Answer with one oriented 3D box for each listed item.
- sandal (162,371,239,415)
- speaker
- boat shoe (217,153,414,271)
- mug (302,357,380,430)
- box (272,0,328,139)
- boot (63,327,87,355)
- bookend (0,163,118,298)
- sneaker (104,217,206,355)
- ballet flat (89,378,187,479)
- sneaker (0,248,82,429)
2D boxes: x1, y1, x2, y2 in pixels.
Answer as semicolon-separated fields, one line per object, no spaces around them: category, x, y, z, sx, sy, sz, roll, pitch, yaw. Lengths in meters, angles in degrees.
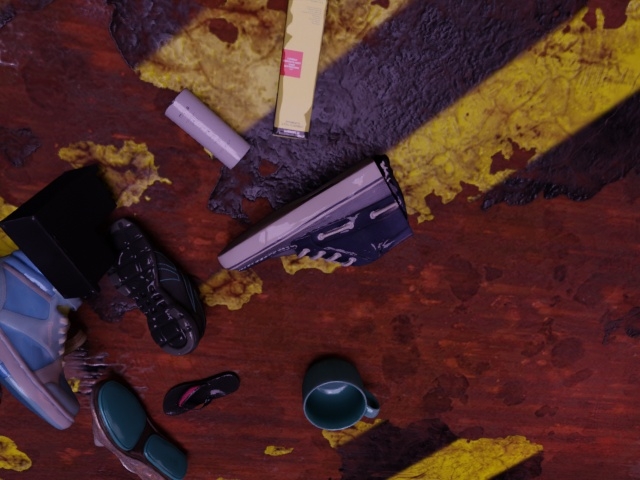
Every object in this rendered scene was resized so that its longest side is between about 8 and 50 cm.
sandal;-0.260;0.332;0.916;0.179;0.040;0.067;-22;113;5
speaker;-0.181;-0.179;0.699;0.136;0.055;0.055;40;104;-18
boat shoe;0.000;0.000;0.748;0.341;0.127;0.158;-29;104;7
mug;0.033;0.324;0.906;0.130;0.097;0.157;-32;112;8
box;-0.032;-0.278;0.653;0.058;0.087;0.232;8;113;-8
boot;-0.563;0.145;0.795;0.213;0.077;0.165;-5;111;-1
bookend;-0.394;-0.017;0.703;0.072;0.157;0.156;-9;126;18
sneaker;-0.297;0.081;0.783;0.101;0.106;0.267;-28;92;12
ballet flat;-0.412;0.427;0.914;0.106;0.107;0.315;-19;113;18
sneaker;-0.458;0.152;0.740;0.127;0.208;0.318;-1;120;39
